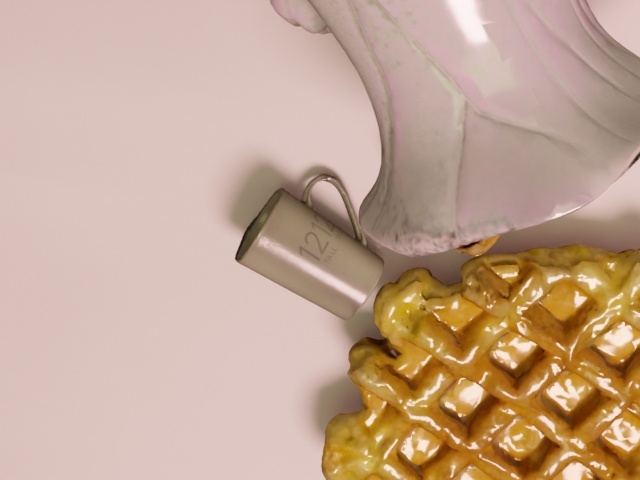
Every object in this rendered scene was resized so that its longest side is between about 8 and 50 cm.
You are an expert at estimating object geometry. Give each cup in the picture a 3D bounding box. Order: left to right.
[{"bbox_3d":[-0.003,0.003,0.872,0.083,0.075,0.054,31,148,-10],"label":"cup"}]

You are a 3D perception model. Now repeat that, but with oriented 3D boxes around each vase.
[{"bbox_3d":[0.025,-0.215,0.671,0.250,0.250,0.445,-22,104,14],"label":"vase"}]

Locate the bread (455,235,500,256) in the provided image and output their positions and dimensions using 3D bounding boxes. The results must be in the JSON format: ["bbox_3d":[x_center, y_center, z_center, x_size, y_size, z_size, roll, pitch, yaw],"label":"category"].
[{"bbox_3d":[0.102,-0.044,0.836,0.072,0.053,0.106,45,108,13],"label":"bread"}]

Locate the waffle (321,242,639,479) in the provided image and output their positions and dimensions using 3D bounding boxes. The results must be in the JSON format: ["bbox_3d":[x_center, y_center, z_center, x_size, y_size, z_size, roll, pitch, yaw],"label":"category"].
[{"bbox_3d":[0.163,0.143,0.895,0.325,0.068,0.302,-5,111,10],"label":"waffle"}]
